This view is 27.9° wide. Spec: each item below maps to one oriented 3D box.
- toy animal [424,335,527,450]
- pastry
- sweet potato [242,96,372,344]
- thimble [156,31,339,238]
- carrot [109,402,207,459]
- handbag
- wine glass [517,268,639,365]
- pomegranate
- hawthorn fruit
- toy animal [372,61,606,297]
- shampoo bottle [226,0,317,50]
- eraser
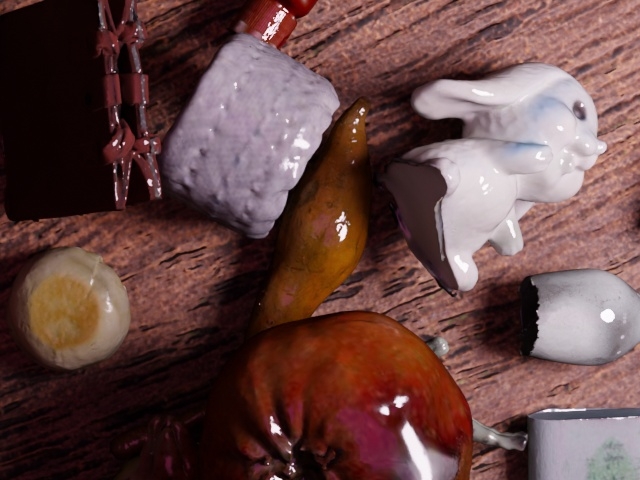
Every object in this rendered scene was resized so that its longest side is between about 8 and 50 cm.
[{"bbox_3d":[0.175,0.249,1.614,0.170,0.090,0.255,-2,83,15],"label":"toy animal"},{"bbox_3d":[-0.310,0.086,1.580,0.156,0.092,0.156,0,90,4],"label":"pastry"},{"bbox_3d":[0.002,-0.005,1.589,0.112,0.112,0.359,19,93,-4],"label":"sweet potato"},{"bbox_3d":[-0.087,-0.116,1.513,0.157,0.245,0.217,31,67,-3],"label":"thimble"},{"bbox_3d":[-0.187,0.237,1.619,0.165,0.035,0.035,-19,93,-5],"label":"carrot"},{"bbox_3d":[-0.287,-0.155,1.491,0.084,0.275,0.260,-6,93,-39],"label":"handbag"},{"bbox_3d":[0.371,0.096,1.608,0.241,0.126,0.126,3,91,-7],"label":"wine glass"},{"bbox_3d":[-0.165,0.306,1.528,0.214,0.214,0.248,-6,117,-4],"label":"pomegranate"},{"bbox_3d":[0.026,0.224,1.447,0.308,0.325,0.308,-6,77,26],"label":"hawthorn fruit"},{"bbox_3d":[0.202,-0.087,1.558,0.289,0.174,0.249,-13,131,-32],"label":"toy animal"},{"bbox_3d":[0.003,-0.366,1.574,0.076,0.118,0.314,35,89,-8],"label":"shampoo bottle"},{"bbox_3d":[0.349,0.329,1.632,0.174,0.081,0.227,-1,91,-4],"label":"eraser"}]
